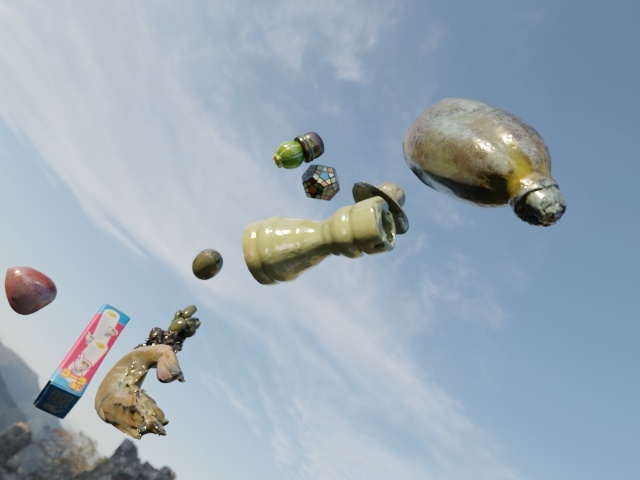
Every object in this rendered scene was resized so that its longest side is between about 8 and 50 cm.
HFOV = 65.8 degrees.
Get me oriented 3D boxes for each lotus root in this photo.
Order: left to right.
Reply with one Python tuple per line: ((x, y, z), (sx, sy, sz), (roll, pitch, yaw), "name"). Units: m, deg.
((0.233, -0.125, 0.713), (0.322, 0.158, 0.139), (-126, -148, -61), "lotus root")

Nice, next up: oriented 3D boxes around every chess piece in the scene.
((0.000, 0.000, 1.524), (0.442, 0.234, 0.234), (-13, -61, 26), "chess piece")

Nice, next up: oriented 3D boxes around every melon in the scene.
((-0.385, 0.083, 1.679), (0.098, 0.098, 0.131), (46, -49, 1), "melon")

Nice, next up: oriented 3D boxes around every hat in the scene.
((0.235, -0.143, 1.723), (0.252, 0.110, 0.252), (39, -18, 15), "hat")

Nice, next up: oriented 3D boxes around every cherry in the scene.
((-0.693, 0.123, 1.177), (0.087, 0.106, 0.126), (15, -29, 24), "cherry")

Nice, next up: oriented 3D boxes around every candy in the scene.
((-0.693, 0.347, 1.453), (0.100, 0.305, 0.157), (34, -57, -16), "candy")

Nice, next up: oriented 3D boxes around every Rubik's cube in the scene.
((0.001, -0.189, 1.613), (0.133, 0.133, 0.112), (45, -22, 2), "Rubik's cube")

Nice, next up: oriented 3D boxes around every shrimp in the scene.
((-0.271, 0.233, 0.780), (0.254, 0.145, 0.059), (-4, -47, 45), "shrimp")

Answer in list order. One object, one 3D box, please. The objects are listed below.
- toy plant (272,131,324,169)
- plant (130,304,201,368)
((-0.072, -0.279, 1.557), (0.092, 0.162, 0.092), (51, -23, 32), "toy plant")
((-0.319, 0.206, 1.052), (0.087, 0.174, 0.085), (2, -56, 39), "plant")
